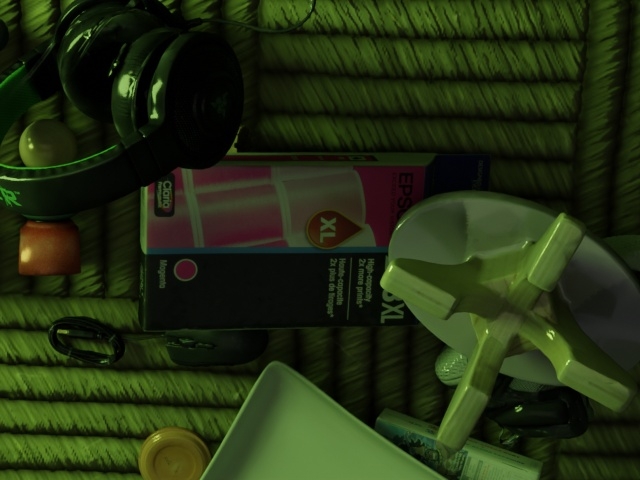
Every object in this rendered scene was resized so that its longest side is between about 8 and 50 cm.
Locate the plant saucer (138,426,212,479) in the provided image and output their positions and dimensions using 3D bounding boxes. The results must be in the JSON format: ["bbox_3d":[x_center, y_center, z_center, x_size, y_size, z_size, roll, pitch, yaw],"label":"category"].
[{"bbox_3d":[-0.163,0.250,1.628,0.083,0.013,0.083,1,105,2],"label":"plant saucer"}]

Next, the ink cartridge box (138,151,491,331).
[{"bbox_3d":[0.000,0.000,1.489,0.371,0.069,0.175,-1,106,-13],"label":"ink cartridge box"}]

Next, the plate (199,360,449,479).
[{"bbox_3d":[0.000,0.308,1.589,0.277,0.045,0.278,34,109,10],"label":"plate"}]

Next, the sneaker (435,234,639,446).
[{"bbox_3d":[0.266,0.112,1.532,0.269,0.101,0.153,-34,102,17],"label":"sneaker"}]

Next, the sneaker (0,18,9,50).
[{"bbox_3d":[-0.456,-0.236,1.458,0.283,0.110,0.122,4,102,1],"label":"sneaker"}]

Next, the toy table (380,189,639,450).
[{"bbox_3d":[0.189,0.067,1.389,0.274,0.161,0.252,16,111,4],"label":"toy table"}]

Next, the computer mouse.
[{"bbox_3d":[-0.178,0.107,1.576,0.242,0.041,0.071,-2,106,4],"label":"computer mouse"}]

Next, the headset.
[{"bbox_3d":[-0.173,-0.183,1.402,0.394,0.243,0.185,-35,132,-18],"label":"headset"}]

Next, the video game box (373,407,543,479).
[{"bbox_3d":[0.127,0.310,1.597,0.187,0.048,0.205,18,106,10],"label":"video game box"}]

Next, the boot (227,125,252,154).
[{"bbox_3d":[-0.116,-0.046,1.529,0.085,0.059,0.158,3,107,15],"label":"boot"}]

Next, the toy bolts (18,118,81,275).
[{"bbox_3d":[-0.345,-0.044,1.471,0.229,0.218,0.158,-2,100,-16],"label":"toy bolts"}]
